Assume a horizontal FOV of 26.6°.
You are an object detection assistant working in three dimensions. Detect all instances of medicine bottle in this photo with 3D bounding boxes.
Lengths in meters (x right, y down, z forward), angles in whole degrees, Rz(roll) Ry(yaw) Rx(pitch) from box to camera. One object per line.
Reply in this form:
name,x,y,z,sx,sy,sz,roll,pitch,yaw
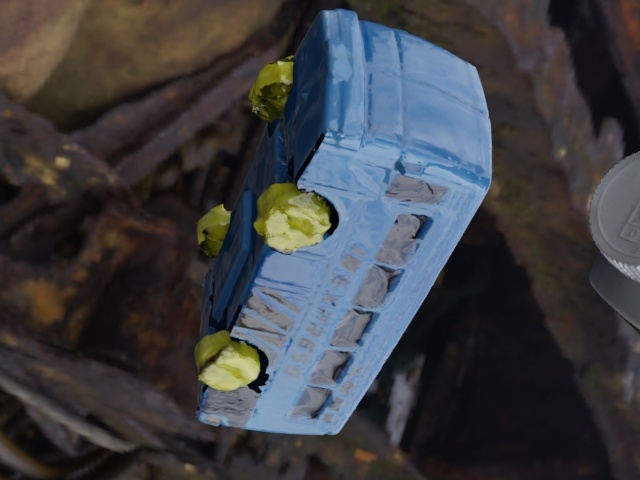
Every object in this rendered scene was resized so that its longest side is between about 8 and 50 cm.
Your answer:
medicine bottle,0.264,0.013,0.949,0.132,0.088,0.188,-48,139,6

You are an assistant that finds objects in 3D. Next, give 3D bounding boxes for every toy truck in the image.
toy truck,0.000,0.000,1.065,0.385,0.162,0.161,115,-21,-47
